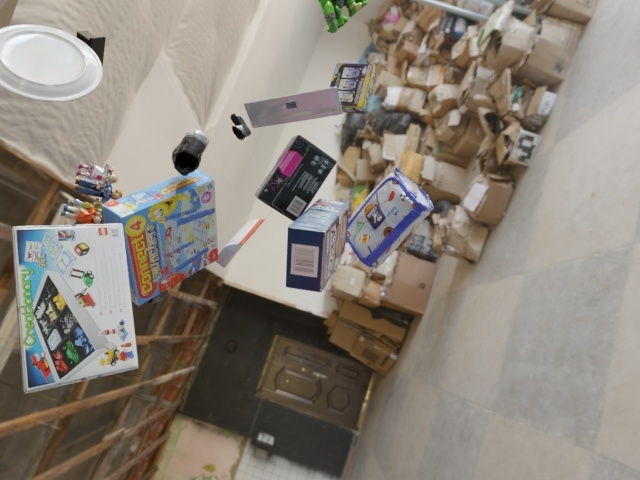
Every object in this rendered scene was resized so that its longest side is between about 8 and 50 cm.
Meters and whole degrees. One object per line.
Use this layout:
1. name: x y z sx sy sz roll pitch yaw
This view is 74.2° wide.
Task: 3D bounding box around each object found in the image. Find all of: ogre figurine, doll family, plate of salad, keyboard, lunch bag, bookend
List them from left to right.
1. plate of salad: -0.537 -0.340 0.824 0.048 0.200 0.199 -46 19 51
2. bookend: -0.987 -0.807 1.754 0.156 0.157 0.072 -59 -5 38
3. doll family: -0.842 -0.159 1.587 0.118 0.163 0.262 -14 61 65
4. keyboard: -0.073 -0.342 1.096 0.014 0.256 0.072 -70 -30 -52
5. ogre figurine: 0.052 -0.676 1.185 0.197 0.118 0.097 -46 24 -10
6. lunch bag: 0.271 -0.091 1.700 0.327 0.239 0.385 -49 10 21

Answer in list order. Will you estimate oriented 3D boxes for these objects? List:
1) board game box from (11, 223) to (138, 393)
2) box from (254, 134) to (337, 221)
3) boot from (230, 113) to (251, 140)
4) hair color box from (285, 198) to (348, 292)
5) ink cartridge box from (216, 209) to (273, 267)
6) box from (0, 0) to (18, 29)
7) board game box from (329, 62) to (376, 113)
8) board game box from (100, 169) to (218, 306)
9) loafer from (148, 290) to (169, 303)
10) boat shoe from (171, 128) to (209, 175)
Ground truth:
1. board game box: -0.482 0.121 0.836 0.053 0.193 0.304 -19 77 51
2. box: -0.086 -0.208 1.432 0.247 0.164 0.142 -56 17 3
3. boot: -0.344 -0.473 1.762 0.045 0.121 0.099 -34 12 23
4. hair color box: 0.000 0.000 1.235 0.347 0.105 0.173 -54 -30 -68
5. ink cartridge box: -0.279 -0.026 1.557 0.232 0.066 0.189 -49 7 36
6. box: -0.779 -0.613 0.956 0.311 0.148 0.121 -50 13 19
7. board game box: 0.104 -0.525 1.459 0.048 0.141 0.170 46 -122 -67
8. board game box: -0.444 -0.013 1.229 0.302 0.086 0.307 -36 -36 -43
9. loafer: -0.577 0.153 1.446 0.078 0.076 0.223 -34 -24 -27
10. boat shoe: -0.350 -0.210 1.110 0.229 0.080 0.076 -18 49 57
